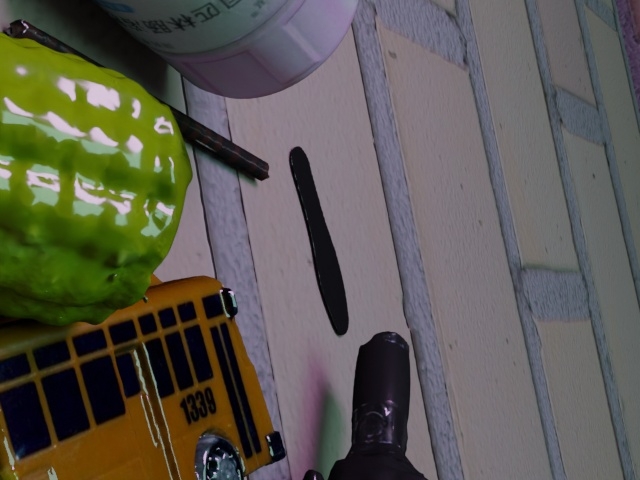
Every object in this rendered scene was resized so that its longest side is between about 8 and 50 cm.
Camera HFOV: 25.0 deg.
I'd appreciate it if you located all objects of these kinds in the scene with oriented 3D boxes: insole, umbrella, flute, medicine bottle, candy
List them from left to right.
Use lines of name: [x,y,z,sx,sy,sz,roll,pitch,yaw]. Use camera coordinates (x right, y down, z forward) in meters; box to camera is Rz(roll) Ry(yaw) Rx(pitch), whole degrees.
candy: [-0.148,-0.036,0.479,0.209,0.097,0.097,18,55,-26]
flute: [-0.091,-0.072,0.807,0.269,0.014,0.014,27,53,-63]
medicine bottle: [-0.065,-0.165,0.765,0.168,0.135,0.135,39,43,-56]
insole: [0.000,0.000,1.001,0.045,0.002,0.135,-27,103,-69]
umbrella: [0.028,0.190,0.825,0.340,0.118,0.118,-81,149,-44]

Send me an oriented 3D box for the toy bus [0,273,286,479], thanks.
toy bus: [-0.104,0.076,0.580,0.201,0.098,0.114,-15,90,-66]
